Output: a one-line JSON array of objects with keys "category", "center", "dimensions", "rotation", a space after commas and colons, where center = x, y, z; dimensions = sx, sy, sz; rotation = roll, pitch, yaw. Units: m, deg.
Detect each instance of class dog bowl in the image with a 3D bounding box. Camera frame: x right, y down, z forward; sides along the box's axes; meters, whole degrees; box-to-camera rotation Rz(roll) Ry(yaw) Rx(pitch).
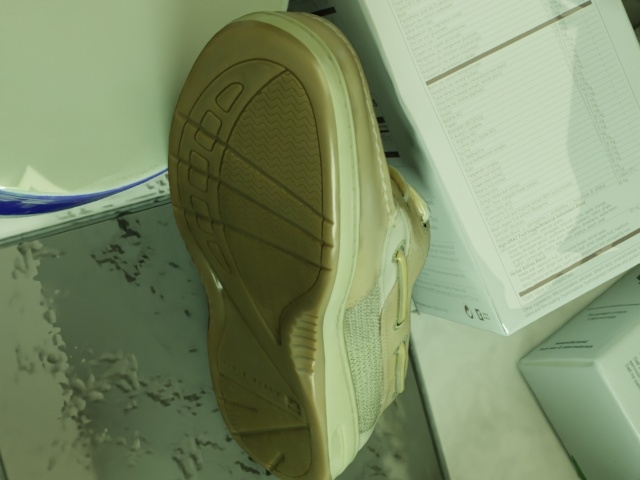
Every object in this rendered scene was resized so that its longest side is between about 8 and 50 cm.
[{"category": "dog bowl", "center": [-0.150, -0.145, 0.820], "dimensions": [0.265, 0.104, 0.265], "rotation": [2, 85, -26]}]

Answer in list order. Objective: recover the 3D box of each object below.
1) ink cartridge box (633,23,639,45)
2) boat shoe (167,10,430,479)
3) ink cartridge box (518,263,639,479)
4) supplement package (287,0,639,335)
[{"category": "ink cartridge box", "center": [0.230, -0.089, 1.017], "dimensions": [0.181, 0.061, 0.104], "rotation": [-37, 102, -29]}, {"category": "boat shoe", "center": [0.000, 0.000, 0.820], "dimensions": [0.098, 0.109, 0.302], "rotation": [-39, 145, -31]}, {"category": "ink cartridge box", "center": [0.247, 0.076, 1.007], "dimensions": [0.208, 0.087, 0.153], "rotation": [-35, 101, -24]}, {"category": "supplement package", "center": [0.083, -0.092, 0.898], "dimensions": [0.139, 0.134, 0.244], "rotation": [-27, 101, -14]}]
